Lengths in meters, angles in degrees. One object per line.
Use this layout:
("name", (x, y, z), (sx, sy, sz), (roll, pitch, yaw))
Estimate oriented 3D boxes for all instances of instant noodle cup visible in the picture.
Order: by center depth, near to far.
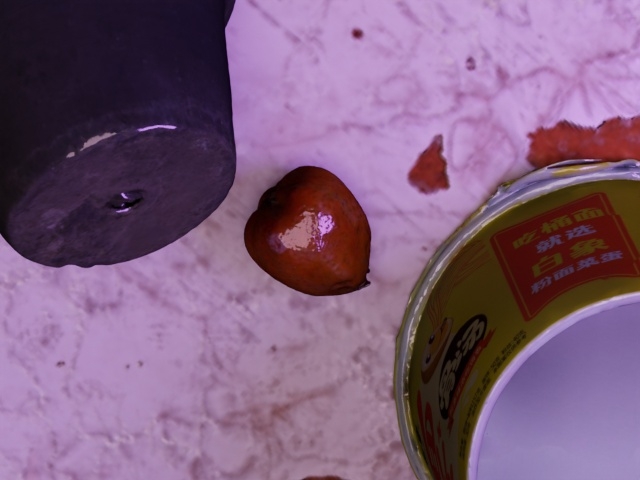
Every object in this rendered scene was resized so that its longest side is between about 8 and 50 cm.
("instant noodle cup", (0.198, 0.114, 1.234), (0.311, 0.221, 0.311), (0, 101, 0))

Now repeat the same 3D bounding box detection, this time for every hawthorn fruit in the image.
("hawthorn fruit", (0.000, 0.000, 1.287), (0.093, 0.081, 0.081), (40, 99, -16))

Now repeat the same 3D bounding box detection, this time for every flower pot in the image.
("flower pot", (-0.138, -0.079, 1.173), (0.235, 0.235, 0.148), (-27, 62, 6))
